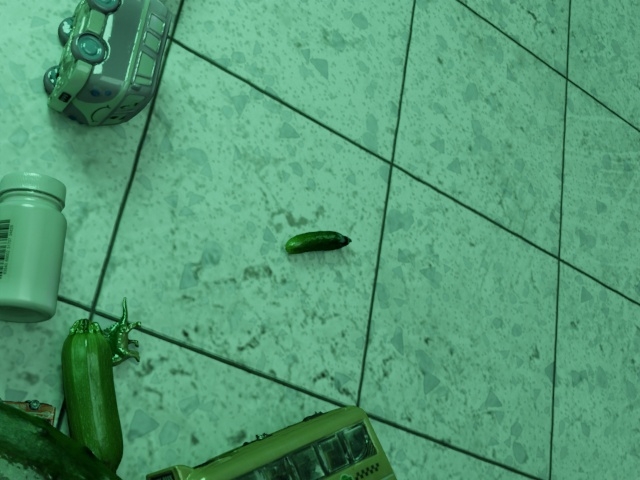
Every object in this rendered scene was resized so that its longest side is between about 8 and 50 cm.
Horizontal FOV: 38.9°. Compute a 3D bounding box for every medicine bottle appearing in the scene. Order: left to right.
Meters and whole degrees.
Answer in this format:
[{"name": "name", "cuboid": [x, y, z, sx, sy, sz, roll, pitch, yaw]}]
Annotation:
[{"name": "medicine bottle", "cuboid": [-0.398, 0.010, 1.219, 0.103, 0.103, 0.186, 15, 65, -34]}]

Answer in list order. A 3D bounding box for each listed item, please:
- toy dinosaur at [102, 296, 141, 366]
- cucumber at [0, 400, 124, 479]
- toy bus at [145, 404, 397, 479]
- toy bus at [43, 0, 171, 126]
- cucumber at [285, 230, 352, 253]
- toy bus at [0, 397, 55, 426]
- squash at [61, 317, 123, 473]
[{"name": "toy dinosaur", "cuboid": [-0.291, 0.136, 1.312, 0.060, 0.029, 0.119, 3, 69, -20]}, {"name": "cucumber", "cuboid": [-0.372, 0.299, 1.120, 0.325, 0.105, 0.145, 41, 85, -16]}, {"name": "toy bus", "cuboid": [-0.071, 0.375, 1.307, 0.365, 0.177, 0.201, -13, 79, -44]}, {"name": "toy bus", "cuboid": [-0.317, -0.276, 1.361, 0.142, 0.142, 0.202, 24, 60, -30]}, {"name": "cucumber", "cuboid": [0.000, 0.000, 1.586, 0.155, 0.037, 0.037, -5, 78, -40]}, {"name": "toy bus", "cuboid": [-0.403, 0.228, 1.184, 0.110, 0.031, 0.043, 13, 73, -36]}, {"name": "squash", "cuboid": [-0.312, 0.214, 1.235, 0.077, 0.068, 0.219, 13, 64, -57]}]
